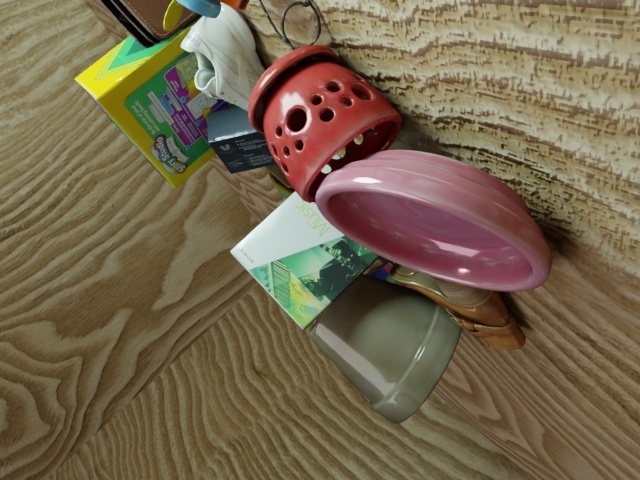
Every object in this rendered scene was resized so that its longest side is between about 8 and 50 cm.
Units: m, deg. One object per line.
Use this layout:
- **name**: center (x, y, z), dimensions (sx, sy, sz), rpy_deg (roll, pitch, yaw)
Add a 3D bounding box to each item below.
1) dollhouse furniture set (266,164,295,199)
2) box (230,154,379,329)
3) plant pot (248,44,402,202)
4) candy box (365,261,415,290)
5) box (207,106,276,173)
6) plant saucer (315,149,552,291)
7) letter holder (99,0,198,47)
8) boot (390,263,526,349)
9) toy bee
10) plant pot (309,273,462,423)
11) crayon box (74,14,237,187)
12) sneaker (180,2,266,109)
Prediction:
- **dollhouse furniture set**: center (-0.096, -0.096, 1.521), dimensions (0.301, 0.151, 0.197), rpy_deg (41, 169, 32)
- **box**: center (0.000, 0.000, 0.997), dimensions (0.232, 0.322, 0.058), rpy_deg (45, 173, 11)
- **plant pot**: center (0.001, -0.181, 0.702), dimensions (0.174, 0.191, 0.191), rpy_deg (54, 172, 13)
- **candy box**: center (0.230, 0.213, 1.448), dimensions (0.268, 0.122, 0.317), rpy_deg (48, 171, 3)
- **box**: center (-0.187, -0.261, 1.180), dimensions (0.158, 0.156, 0.093), rpy_deg (64, -164, -66)
- **plant saucer**: center (0.158, -0.029, 0.659), dimensions (0.332, 0.084, 0.332), rpy_deg (22, 168, 5)
- **letter holder**: center (-0.357, -0.486, 0.780), dimensions (0.152, 0.214, 0.302), rpy_deg (-9, 131, 38)
- **boot**: center (0.282, 0.117, 0.968), dimensions (0.220, 0.109, 0.283), rpy_deg (46, 164, -17)
- **toy bee**: center (-0.163, -0.382, 0.674), dimensions (0.298, 0.195, 0.162), rpy_deg (41, -160, -34)
- **plant pot**: center (0.135, 0.225, 1.117), dimensions (0.280, 0.323, 0.323), rpy_deg (30, 169, 3)
- **crayon box**: center (-0.343, -0.343, 1.125), dimensions (0.106, 0.313, 0.363), rpy_deg (43, 169, 24)
- **sneaker**: center (-0.177, -0.328, 0.961), dimensions (0.114, 0.152, 0.305), rpy_deg (37, 167, 38)
